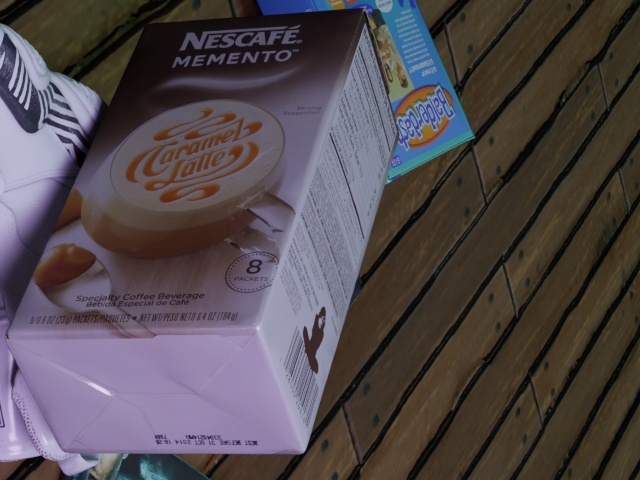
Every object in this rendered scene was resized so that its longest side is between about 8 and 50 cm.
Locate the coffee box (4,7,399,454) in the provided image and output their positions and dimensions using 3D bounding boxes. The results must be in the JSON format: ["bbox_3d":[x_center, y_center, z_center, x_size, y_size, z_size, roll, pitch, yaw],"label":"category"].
[{"bbox_3d":[-0.055,-0.009,1.075,0.246,0.141,0.098,-73,153,-43],"label":"coffee box"}]

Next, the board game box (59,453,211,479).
[{"bbox_3d":[-0.117,0.200,1.326,0.186,0.026,0.126,45,51,-52],"label":"board game box"}]

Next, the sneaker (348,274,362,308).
[{"bbox_3d":[-0.001,0.000,1.517,0.084,0.058,0.152,61,32,-51],"label":"sneaker"}]

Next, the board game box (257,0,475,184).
[{"bbox_3d":[0.029,-0.150,1.526,0.160,0.047,0.210,-27,94,-58],"label":"board game box"}]

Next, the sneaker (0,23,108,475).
[{"bbox_3d":[-0.199,0.006,1.069,0.366,0.137,0.210,31,59,-61],"label":"sneaker"}]
